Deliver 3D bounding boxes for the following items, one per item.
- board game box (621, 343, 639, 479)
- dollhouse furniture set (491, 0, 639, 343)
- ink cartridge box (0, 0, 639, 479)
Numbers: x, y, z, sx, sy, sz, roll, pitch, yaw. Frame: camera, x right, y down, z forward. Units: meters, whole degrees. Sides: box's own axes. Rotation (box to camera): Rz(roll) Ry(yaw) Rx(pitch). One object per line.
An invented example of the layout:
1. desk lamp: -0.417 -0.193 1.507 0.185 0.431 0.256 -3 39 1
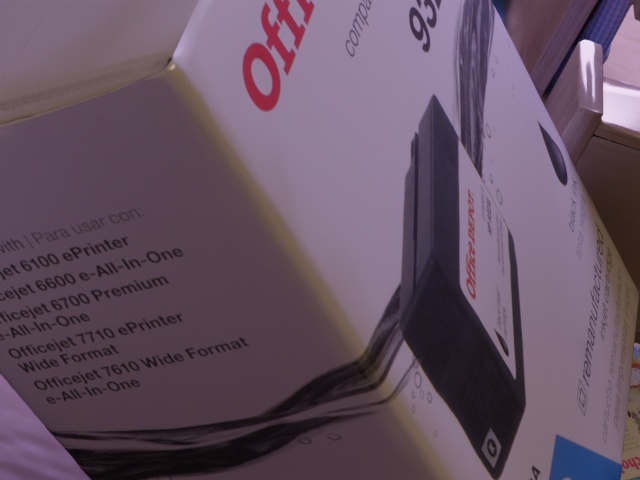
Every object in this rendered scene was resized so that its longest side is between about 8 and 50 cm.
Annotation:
1. board game box: 0.144 0.077 0.814 0.154 0.026 0.103 -7 57 -35
2. dollhouse furniture set: 0.211 -0.124 0.824 0.198 0.286 0.303 16 47 -9
3. ink cartridge box: 0.000 0.000 0.608 0.307 0.129 0.223 57 33 -33
